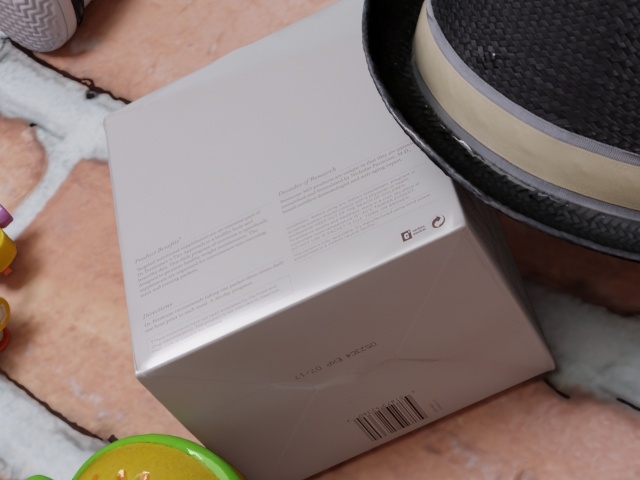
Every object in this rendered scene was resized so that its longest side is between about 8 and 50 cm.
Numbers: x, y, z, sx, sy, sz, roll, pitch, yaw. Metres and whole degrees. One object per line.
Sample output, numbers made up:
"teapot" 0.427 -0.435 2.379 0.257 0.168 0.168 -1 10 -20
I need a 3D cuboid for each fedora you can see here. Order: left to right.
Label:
"fedora" 0.192 -0.132 0.825 0.334 0.152 0.334 4 46 -4

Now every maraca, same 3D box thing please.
"maraca" -0.103 0.173 0.888 0.185 0.099 0.127 -16 85 35

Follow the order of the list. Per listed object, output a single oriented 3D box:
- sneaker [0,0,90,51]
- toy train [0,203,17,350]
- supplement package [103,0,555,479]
"sneaker" -0.261 -0.342 1.232 0.210 0.366 0.137 -45 21 -18
"toy train" -0.264 0.038 1.131 0.125 0.046 0.166 -25 43 13
"supplement package" 0.000 0.000 0.928 0.194 0.149 0.203 -24 47 11
